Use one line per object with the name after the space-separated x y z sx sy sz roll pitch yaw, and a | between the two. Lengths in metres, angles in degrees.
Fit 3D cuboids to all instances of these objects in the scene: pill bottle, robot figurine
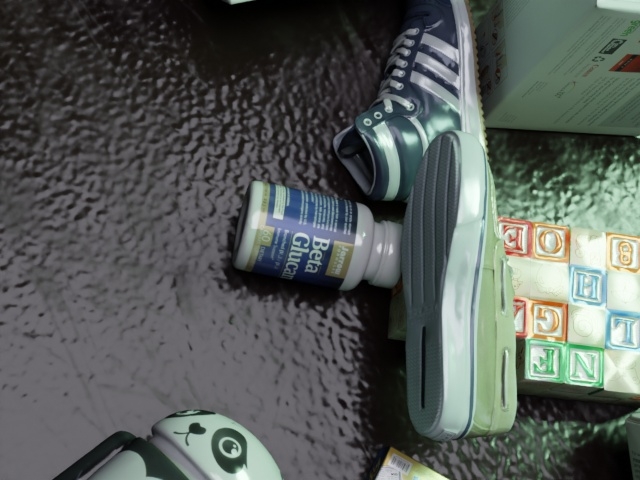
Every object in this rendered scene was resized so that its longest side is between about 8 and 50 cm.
0.000 0.000 1.208 0.169 0.094 0.094 12 72 -9 | pill bottle
-0.156 0.277 1.050 0.278 0.173 0.209 -40 88 -19 | robot figurine

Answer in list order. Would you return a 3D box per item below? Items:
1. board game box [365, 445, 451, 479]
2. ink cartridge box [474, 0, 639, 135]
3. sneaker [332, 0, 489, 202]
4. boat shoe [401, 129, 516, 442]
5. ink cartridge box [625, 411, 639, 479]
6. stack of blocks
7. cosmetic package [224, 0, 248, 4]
0.134 0.337 1.169 0.243 0.042 0.165 30 70 -3 | board game box
0.344 -0.224 1.238 0.272 0.309 0.130 3 74 -13 | ink cartridge box
0.088 -0.172 1.276 0.153 0.099 0.282 -4 78 -16 | sneaker
0.141 0.045 1.142 0.094 0.109 0.302 8 82 -26 | boat shoe
0.438 0.298 1.184 0.197 0.114 0.273 -9 89 -15 | ink cartridge box
0.227 0.074 1.242 0.297 0.087 0.171 9 72 -10 | stack of blocks
0.038 -0.387 1.260 0.365 0.155 0.197 -12 112 -16 | cosmetic package
